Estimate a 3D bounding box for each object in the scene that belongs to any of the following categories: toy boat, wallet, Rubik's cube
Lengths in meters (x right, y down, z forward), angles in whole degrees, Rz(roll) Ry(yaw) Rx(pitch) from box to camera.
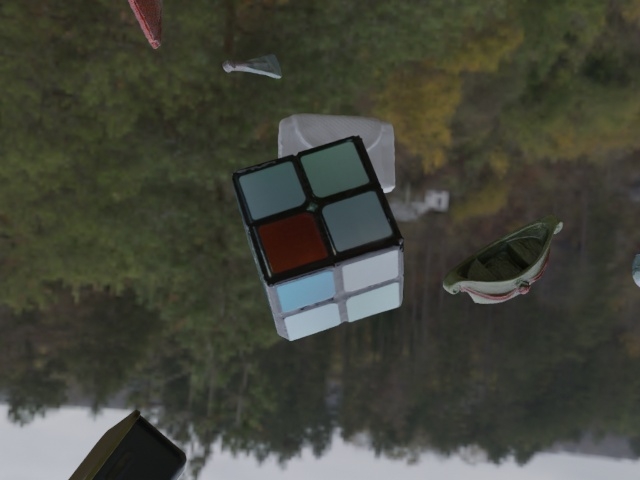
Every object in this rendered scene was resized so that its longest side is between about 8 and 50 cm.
[{"bbox_3d":[0.239,0.033,1.373,0.185,0.071,0.089,-29,-132,-16],"label":"toy boat"},{"bbox_3d":[0.026,-0.134,1.618,0.182,0.124,0.032,1,170,-14],"label":"wallet"},{"bbox_3d":[0.000,0.000,1.357,0.180,0.183,0.167,-15,148,-4],"label":"Rubik's cube"},{"bbox_3d":[-0.231,-0.337,1.294,0.020,0.103,0.196,-7,148,8],"label":"wallet"}]

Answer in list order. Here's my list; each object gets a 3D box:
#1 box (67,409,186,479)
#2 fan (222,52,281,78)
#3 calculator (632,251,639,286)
[{"bbox_3d":[-0.250,0.299,1.275,0.090,0.144,0.201,41,149,-7],"label":"box"},{"bbox_3d":[-0.135,-0.354,2.156,0.023,0.057,0.282,-16,-174,20],"label":"fan"},{"bbox_3d":[0.456,0.021,1.217,0.141,0.045,0.246,-26,161,32],"label":"calculator"}]
